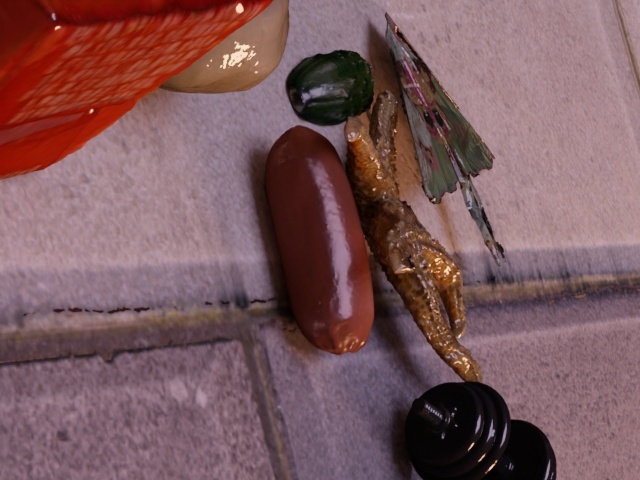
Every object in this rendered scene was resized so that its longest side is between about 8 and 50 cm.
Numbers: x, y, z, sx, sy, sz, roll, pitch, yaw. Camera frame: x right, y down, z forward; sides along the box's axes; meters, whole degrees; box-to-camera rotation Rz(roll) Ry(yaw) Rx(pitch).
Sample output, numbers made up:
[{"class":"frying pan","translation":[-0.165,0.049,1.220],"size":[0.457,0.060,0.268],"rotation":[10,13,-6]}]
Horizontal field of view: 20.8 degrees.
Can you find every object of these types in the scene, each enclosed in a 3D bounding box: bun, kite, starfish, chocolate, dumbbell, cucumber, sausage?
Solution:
[{"class":"bun","translation":[-0.101,-0.168,1.311],"size":[0.173,0.166,0.113],"rotation":[-16,130,-52]},{"class":"kite","translation":[0.116,-0.097,1.673],"size":[0.268,0.013,0.323],"rotation":[64,19,-3]},{"class":"starfish","translation":[0.066,-0.006,1.507],"size":[0.302,0.060,0.299],"rotation":[34,40,-72]},{"class":"chocolate","translation":[-0.185,-0.118,1.056],"size":[0.108,0.235,0.237],"rotation":[60,32,5]},{"class":"dumbbell","translation":[0.140,0.184,1.521],"size":[0.208,0.099,0.099],"rotation":[39,43,-43]},{"class":"cucumber","translation":[0.012,-0.136,1.554],"size":[0.107,0.035,0.067],"rotation":[-28,100,-57]},{"class":"sausage","translation":[0.000,0.000,1.425],"size":[0.077,0.077,0.194],"rotation":[4,71,-57]}]
